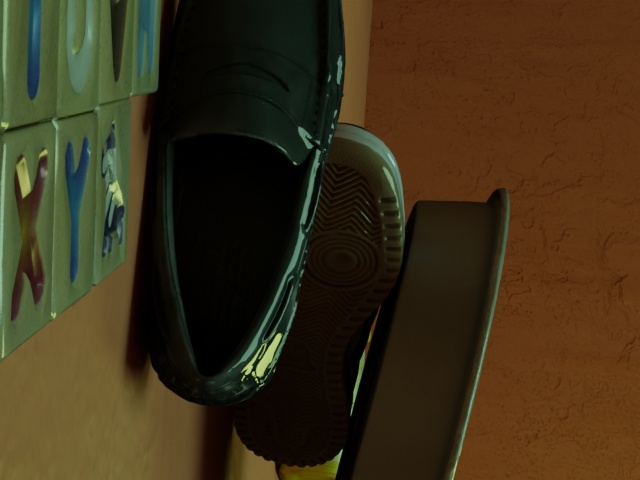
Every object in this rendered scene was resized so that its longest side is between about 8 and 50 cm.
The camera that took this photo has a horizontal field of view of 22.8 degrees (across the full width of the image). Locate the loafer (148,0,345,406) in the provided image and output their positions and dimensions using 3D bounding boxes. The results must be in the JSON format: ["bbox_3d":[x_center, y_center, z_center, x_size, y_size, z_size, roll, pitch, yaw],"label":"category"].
[{"bbox_3d":[-0.029,-0.043,0.650,0.078,0.076,0.223,128,-30,-82],"label":"loafer"}]

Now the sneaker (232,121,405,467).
[{"bbox_3d":[0.000,0.000,0.981,0.282,0.099,0.153,100,2,-47],"label":"sneaker"}]

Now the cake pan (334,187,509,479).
[{"bbox_3d":[0.052,0.103,0.979,0.293,0.054,0.293,15,90,-90],"label":"cake pan"}]

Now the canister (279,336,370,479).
[{"bbox_3d":[0.004,0.141,1.468,0.126,0.073,0.170,83,13,-72],"label":"canister"}]

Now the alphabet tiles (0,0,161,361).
[{"bbox_3d":[-0.067,-0.150,0.446,0.285,0.011,0.342,-62,155,-82],"label":"alphabet tiles"}]
